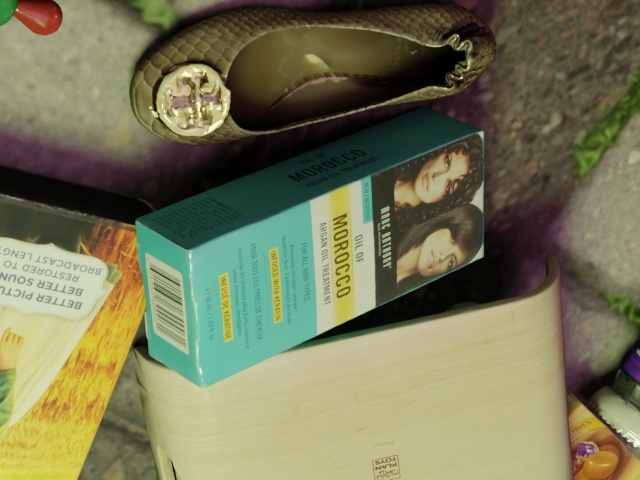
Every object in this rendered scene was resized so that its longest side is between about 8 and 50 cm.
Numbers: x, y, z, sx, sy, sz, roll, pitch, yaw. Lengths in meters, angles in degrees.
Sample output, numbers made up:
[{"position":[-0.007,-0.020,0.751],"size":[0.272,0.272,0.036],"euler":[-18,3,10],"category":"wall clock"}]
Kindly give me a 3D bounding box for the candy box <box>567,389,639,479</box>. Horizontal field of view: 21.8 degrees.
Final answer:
[{"position":[0.155,0.209,1.299],"size":[0.186,0.053,0.109],"euler":[-47,125,0],"category":"candy box"}]

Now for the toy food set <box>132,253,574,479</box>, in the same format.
[{"position":[0.035,0.140,1.181],"size":[0.306,0.092,0.219],"euler":[-12,117,-8],"category":"toy food set"}]

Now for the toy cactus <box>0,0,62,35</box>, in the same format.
[{"position":[-0.232,-0.113,0.878],"size":[0.219,0.180,0.112],"euler":[-3,136,-20],"category":"toy cactus"}]

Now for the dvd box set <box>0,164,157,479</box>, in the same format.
[{"position":[-0.303,0.140,1.030],"size":[0.308,0.062,0.420],"euler":[15,107,-32],"category":"dvd box set"}]

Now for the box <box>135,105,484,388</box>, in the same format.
[{"position":[0.000,0.000,1.074],"size":[0.244,0.060,0.100],"euler":[-24,124,-33],"category":"box"}]

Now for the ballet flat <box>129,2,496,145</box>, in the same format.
[{"position":[0.002,-0.107,1.061],"size":[0.250,0.058,0.084],"euler":[-10,117,-22],"category":"ballet flat"}]

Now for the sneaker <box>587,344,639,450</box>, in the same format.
[{"position":[0.360,0.139,1.336],"size":[0.293,0.102,0.146],"euler":[28,99,-34],"category":"sneaker"}]
